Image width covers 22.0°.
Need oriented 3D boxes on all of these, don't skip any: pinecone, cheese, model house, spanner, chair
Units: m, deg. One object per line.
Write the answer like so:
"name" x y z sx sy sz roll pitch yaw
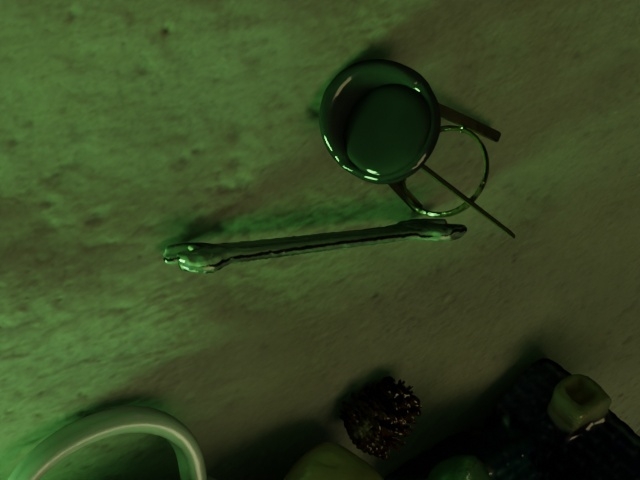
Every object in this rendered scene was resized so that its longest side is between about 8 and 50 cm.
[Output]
"pinecone" 0.063 0.177 1.657 0.083 0.077 0.077 -34 148 -22
"cheese" -0.015 0.318 1.632 0.218 0.117 0.235 -39 149 -79
"model house" 0.222 0.285 1.792 0.298 0.243 0.284 -25 143 -38
"spanner" 0.000 0.000 1.391 0.302 0.071 0.017 -7 103 -36
"chair" 0.089 -0.066 1.353 0.104 0.095 0.221 -46 146 10

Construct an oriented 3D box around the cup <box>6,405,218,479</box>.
"cup" -0.197 0.326 1.471 0.275 0.259 0.356 -16 111 -29
